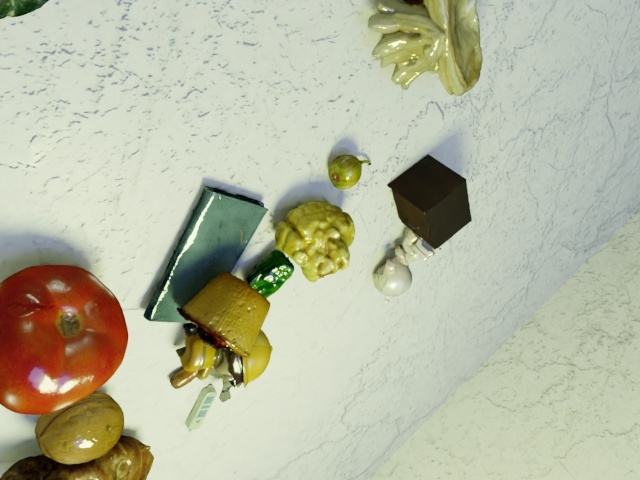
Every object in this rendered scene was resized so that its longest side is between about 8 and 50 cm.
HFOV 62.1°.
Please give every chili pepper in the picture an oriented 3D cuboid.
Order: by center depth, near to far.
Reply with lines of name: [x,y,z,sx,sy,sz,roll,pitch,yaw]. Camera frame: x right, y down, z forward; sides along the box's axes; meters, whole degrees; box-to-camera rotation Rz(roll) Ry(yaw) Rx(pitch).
chili pepper: [-0.180,0.127,1.451,0.253,0.083,0.099,-39,138,0]

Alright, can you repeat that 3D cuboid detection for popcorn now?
popcorn: [0.000,0.000,1.402,0.200,0.203,0.226,-47,145,8]

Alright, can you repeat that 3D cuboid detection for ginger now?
ginger: [-0.638,0.616,1.393,0.418,0.254,0.176,4,91,-63]

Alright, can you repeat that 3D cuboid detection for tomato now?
tomato: [-0.540,0.201,1.065,0.226,0.299,0.298,-32,148,31]

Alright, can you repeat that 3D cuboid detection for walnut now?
walnut: [-0.591,0.462,1.311,0.207,0.167,0.167,1,122,-51]

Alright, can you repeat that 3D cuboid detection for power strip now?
power strip: [-0.373,0.528,1.655,0.047,0.030,0.191,9,116,-43]

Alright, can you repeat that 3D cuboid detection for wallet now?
wallet: [-0.288,0.050,1.320,0.190,0.046,0.379,14,112,-46]

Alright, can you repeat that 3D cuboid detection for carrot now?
carrot: [-0.347,0.360,1.532,0.191,0.047,0.047,-34,138,-19]

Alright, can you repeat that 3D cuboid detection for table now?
table: [0.333,-0.111,1.615,0.172,0.169,0.193,-37,140,-9]

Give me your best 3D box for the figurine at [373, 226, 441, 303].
figurine: [0.274,0.092,1.769,0.144,0.182,0.257,35,108,-7]

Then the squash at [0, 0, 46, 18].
squash: [-0.455,-0.424,0.695,0.252,0.165,0.252,-24,134,-27]

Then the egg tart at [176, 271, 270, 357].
egg tart: [-0.231,0.184,1.309,0.171,0.215,0.215,-56,142,-16]

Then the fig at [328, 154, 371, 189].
fig: [0.075,-0.198,1.422,0.166,0.093,0.093,-59,163,-55]

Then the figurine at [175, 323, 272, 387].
figurine: [-0.256,0.311,1.462,0.256,0.167,0.192,3,90,-39]

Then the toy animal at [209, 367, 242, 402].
toy animal: [-0.259,0.401,1.598,0.155,0.095,0.219,-49,141,11]

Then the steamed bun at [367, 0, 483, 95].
steamed bun: [0.246,-0.495,1.246,0.247,0.189,0.428,-65,147,-23]
